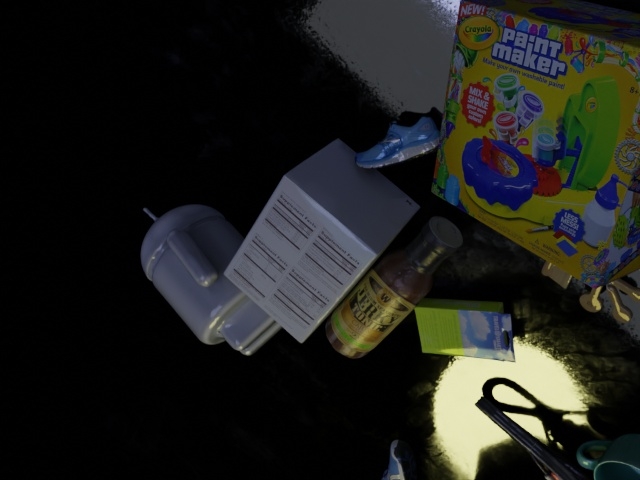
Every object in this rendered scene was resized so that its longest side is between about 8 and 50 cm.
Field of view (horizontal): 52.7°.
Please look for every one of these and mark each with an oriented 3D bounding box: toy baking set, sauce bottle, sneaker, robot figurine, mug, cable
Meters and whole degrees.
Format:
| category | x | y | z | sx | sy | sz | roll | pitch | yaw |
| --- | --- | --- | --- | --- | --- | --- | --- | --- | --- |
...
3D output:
| category | x | y | z | sx | sy | sz | roll | pitch | yaw |
| --- | --- | --- | --- | --- | --- | --- | --- | --- | --- |
| toy baking set | 0.445 | 0.025 | 0.974 | 0.196 | 0.030 | 0.256 | 49 | 149 | 5 |
| sauce bottle | 0.130 | 0.088 | 1.187 | 0.111 | 0.111 | 0.344 | 40 | 129 | 6 |
| sneaker | 0.128 | -0.166 | 1.087 | 0.162 | 0.063 | 0.073 | -16 | 89 | 32 |
| robot figurine | -0.224 | 0.067 | 1.309 | 0.353 | 0.200 | 0.300 | 46 | 169 | 16 |
| mug | 0.544 | 0.389 | 1.112 | 0.158 | 0.097 | 0.129 | 45 | 144 | 14 |
| cable | 0.403 | 0.409 | 1.200 | 0.287 | 0.139 | 0.072 | 36 | 92 | 4 |
| sneaker | 0.170 | 0.532 | 1.436 | 0.081 | 0.080 | 0.211 | 3 | 116 | 26 |

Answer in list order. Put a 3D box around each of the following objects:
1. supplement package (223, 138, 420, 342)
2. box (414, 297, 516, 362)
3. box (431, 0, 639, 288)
| category | x | y | z | sx | sy | sz | roll | pitch | yaw |
| --- | --- | --- | --- | --- | --- | --- | --- | --- | --- |
| supplement package | 0.000 | 0.000 | 1.155 | 0.198 | 0.199 | 0.262 | 41 | 129 | 5 |
| box | 0.269 | 0.163 | 1.189 | 0.178 | 0.042 | 0.108 | 1 | 117 | 30 |
| box | 0.319 | -0.145 | 0.827 | 0.290 | 0.177 | 0.279 | 39 | 136 | 45 |
